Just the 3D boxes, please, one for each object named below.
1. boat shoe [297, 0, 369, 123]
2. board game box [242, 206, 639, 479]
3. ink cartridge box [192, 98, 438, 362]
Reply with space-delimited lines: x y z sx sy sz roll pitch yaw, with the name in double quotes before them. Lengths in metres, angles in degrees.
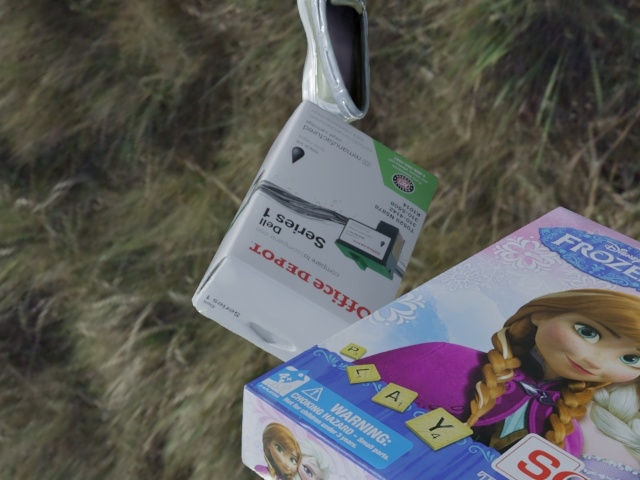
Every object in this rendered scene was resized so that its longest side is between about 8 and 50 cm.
"boat shoe" 0.034 -0.339 1.905 0.103 0.118 0.320 -11 72 48
"board game box" 0.176 0.114 0.695 0.318 0.318 0.066 28 129 35
"ink cartridge box" 0.000 0.000 1.103 0.160 0.219 0.092 30 139 -8
